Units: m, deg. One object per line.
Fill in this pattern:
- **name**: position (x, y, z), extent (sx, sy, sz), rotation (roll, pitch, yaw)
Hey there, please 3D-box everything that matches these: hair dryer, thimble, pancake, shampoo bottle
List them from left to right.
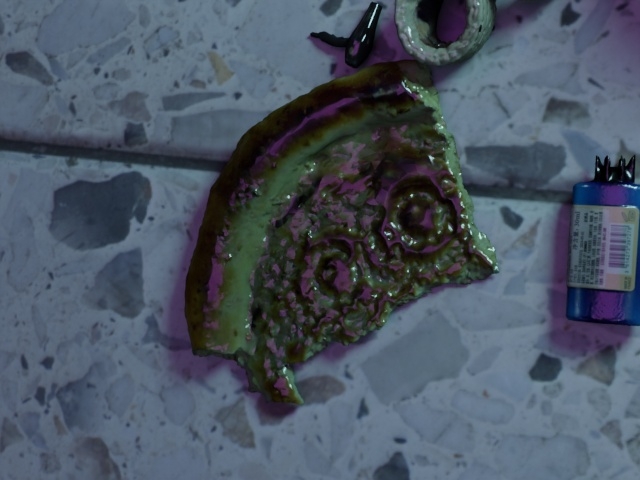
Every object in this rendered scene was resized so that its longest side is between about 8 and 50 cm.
- **pancake**: position (-0.002, -0.005, 1.265), extent (0.426, 0.067, 0.305), rotation (-35, 81, 12)
- **hair dryer**: position (0.027, -0.247, 1.281), extent (0.083, 0.031, 0.079), rotation (19, 84, 25)
- **thimble**: position (0.140, -0.252, 1.202), extent (0.102, 0.090, 0.115), rotation (31, 112, 12)
- **shampoo bottle**: position (0.311, -0.002, 1.172), extent (0.087, 0.050, 0.183), rotation (4, 91, 20)
